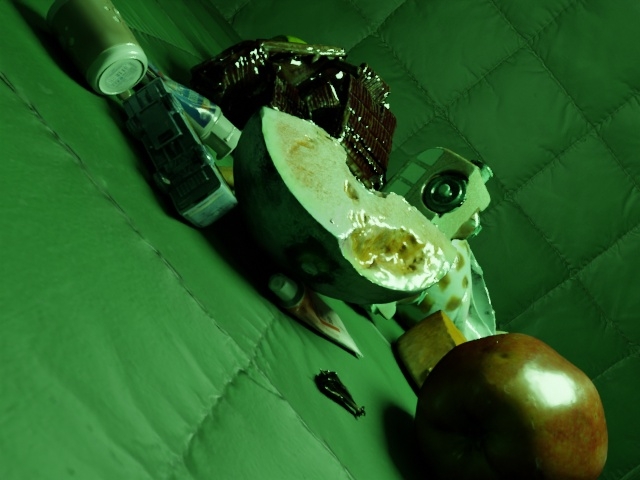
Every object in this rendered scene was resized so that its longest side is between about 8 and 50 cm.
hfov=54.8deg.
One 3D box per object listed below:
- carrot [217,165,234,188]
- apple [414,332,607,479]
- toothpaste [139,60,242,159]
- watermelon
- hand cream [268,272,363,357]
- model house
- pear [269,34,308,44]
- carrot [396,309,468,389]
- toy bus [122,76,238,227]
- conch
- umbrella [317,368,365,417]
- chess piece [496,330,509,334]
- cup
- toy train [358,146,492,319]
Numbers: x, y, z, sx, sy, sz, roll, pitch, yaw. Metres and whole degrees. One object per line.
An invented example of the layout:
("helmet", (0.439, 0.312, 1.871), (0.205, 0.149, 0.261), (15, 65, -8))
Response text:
("carrot", (-0.117, -0.092, 0.898), (0.049, 0.049, 0.254), (52, 15, 7))
("apple", (0.222, 0.221, 0.757), (0.234, 0.234, 0.234), (48, 10, -12))
("toothpaste", (-0.224, -0.215, 0.852), (0.266, 0.061, 0.096), (39, 15, -26))
("watermelon", (-0.001, 0.004, 0.773), (0.321, 0.188, 0.175), (37, 40, -13))
("hand cream", (-0.002, 0.093, 0.764), (0.216, 0.038, 0.053), (43, 39, -53))
("model house", (-0.013, -0.224, 1.088), (0.317, 0.297, 0.283), (43, 7, -43))
("pear", (-0.034, -0.314, 1.491), (0.318, 0.238, 0.342), (35, 17, -30))
("carrot", (0.256, 0.268, 1.060), (0.307, 0.100, 0.258), (53, 13, 2))
("toy bus", (-0.157, -0.097, 0.681), (0.191, 0.064, 0.075), (56, 0, 28))
("conch", (0.238, 0.065, 1.312), (0.249, 0.197, 0.369), (-14, 92, -51))
("umbrella", (0.021, 0.160, 0.654), (0.031, 0.020, 0.083), (-2, -39, 51))
("chess piece", (0.385, 0.294, 1.423), (0.167, 0.167, 0.299), (55, 18, 23))
("cup", (-0.250, -0.209, 0.693), (0.074, 0.102, 0.099), (-25, 73, -40))
("toy train", (0.158, -0.021, 1.066), (0.159, 0.326, 0.129), (38, -6, 36))
